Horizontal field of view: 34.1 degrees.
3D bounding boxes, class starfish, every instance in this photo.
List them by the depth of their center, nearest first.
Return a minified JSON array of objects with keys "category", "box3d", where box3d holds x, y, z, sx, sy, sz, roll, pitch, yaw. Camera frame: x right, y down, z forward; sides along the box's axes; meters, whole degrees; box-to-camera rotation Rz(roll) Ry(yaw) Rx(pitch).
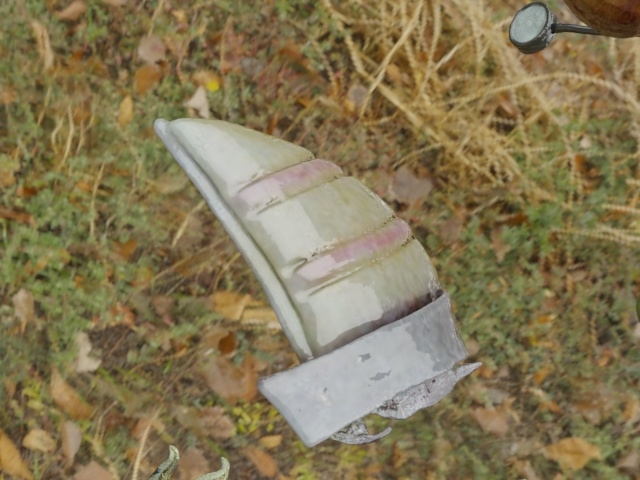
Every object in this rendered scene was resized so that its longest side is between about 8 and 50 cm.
[{"category":"starfish","box3d":[-0.184,0.355,1.300,0.208,0.053,0.176,-52,124,-15]}]

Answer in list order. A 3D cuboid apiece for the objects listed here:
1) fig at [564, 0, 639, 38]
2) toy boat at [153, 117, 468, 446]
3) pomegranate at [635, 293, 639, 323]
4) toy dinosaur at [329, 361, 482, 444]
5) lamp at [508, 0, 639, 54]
[{"category":"fig","box3d":[0.225,-0.267,0.884,0.201,0.134,0.146,29,76,2]},{"category":"toy boat","box3d":[0.021,0.025,0.882,0.276,0.111,0.293,5,60,-47]},{"category":"pomegranate","box3d":[0.705,0.158,2.039,0.152,0.131,0.191,-9,32,7]},{"category":"toy dinosaur","box3d":[0.126,0.247,1.777,0.294,0.077,0.162,-34,48,-12]},{"category":"lamp","box3d":[0.414,-0.248,1.303,0.108,0.371,0.130,28,68,-43]}]
